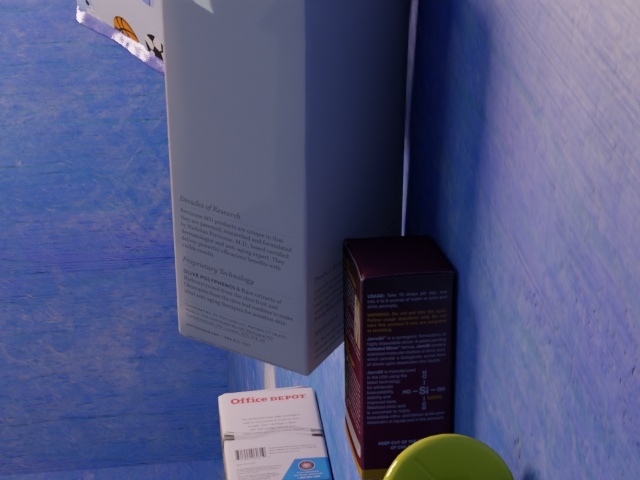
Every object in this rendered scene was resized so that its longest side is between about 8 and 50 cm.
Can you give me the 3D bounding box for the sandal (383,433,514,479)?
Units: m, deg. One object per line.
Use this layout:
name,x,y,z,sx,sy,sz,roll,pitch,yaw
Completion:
sandal,0.091,0.299,0.994,0.138,0.126,0.318,130,144,-84

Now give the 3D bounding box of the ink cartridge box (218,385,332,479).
ink cartridge box,-0.069,0.316,2.001,0.203,0.148,0.086,-103,11,-55

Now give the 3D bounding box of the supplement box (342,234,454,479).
supplement box,0.066,0.100,1.183,0.104,0.080,0.188,-113,21,-70

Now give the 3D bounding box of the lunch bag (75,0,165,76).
lunch bag,-0.068,-0.326,1.402,0.385,0.238,0.328,35,132,43

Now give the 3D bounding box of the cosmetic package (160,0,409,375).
cosmetic package,-0.025,-0.090,1.231,0.197,0.155,0.366,-38,-44,-50
